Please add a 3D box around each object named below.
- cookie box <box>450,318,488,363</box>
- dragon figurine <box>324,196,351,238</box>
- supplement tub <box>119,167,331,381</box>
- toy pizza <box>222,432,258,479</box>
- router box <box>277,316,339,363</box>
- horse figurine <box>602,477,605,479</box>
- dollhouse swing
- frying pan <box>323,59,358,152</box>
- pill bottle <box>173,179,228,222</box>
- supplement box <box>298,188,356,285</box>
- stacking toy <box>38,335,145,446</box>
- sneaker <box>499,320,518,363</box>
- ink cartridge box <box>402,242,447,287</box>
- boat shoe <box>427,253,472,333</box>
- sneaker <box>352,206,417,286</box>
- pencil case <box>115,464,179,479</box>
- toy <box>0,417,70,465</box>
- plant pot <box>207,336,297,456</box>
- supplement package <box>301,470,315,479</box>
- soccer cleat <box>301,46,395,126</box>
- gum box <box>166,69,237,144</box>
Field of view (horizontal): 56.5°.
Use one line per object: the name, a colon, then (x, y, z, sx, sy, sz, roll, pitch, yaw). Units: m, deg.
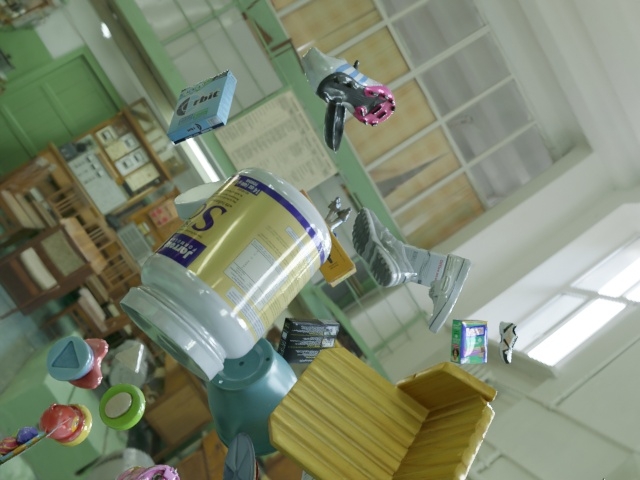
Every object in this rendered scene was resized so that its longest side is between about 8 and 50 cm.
cookie box: (0.377, 0.255, 1.507, 0.040, 0.092, 0.107, -2, -96, 60)
dragon figurine: (0.000, 0.000, 1.886, 0.085, 0.289, 0.144, 33, 23, 9)
supplement tub: (-0.164, 0.057, 1.067, 0.241, 0.331, 0.241, 33, -25, 17)
toy pizza: (-0.197, 0.586, 1.491, 0.032, 0.201, 0.201, 13, 9, -25)
router box: (-0.038, 0.304, 1.803, 0.046, 0.179, 0.133, 24, -78, 53)
horse figurine: (0.355, 0.478, 0.971, 0.066, 0.263, 0.174, 64, -21, -13)
dollhouse swing: (0.117, 0.366, 1.245, 0.305, 0.347, 0.315, 46, -39, -2)
frying pan: (0.058, -0.424, 1.784, 0.197, 0.053, 0.326, 39, 60, -80)
pill bottle: (-0.218, 0.038, 1.389, 0.188, 0.188, 0.334, 34, -38, 63)
supplement box: (-0.007, -0.004, 1.430, 0.233, 0.078, 0.080, 57, -2, 15)
stacking toy: (-0.658, 0.413, 1.700, 0.130, 0.279, 0.309, 71, 12, -65)
sneaker: (0.484, 0.262, 1.529, 0.040, 0.044, 0.109, 10, 78, -59)
ink cartridge box: (0.323, 0.082, 1.936, 0.150, 0.109, 0.063, 16, 7, 4)
boat shoe: (0.364, 0.150, 1.768, 0.088, 0.267, 0.096, 26, -24, 12)
sneaker: (0.176, 0.022, 1.684, 0.105, 0.115, 0.281, -60, -141, 39)
pencil case: (-0.540, 0.772, 1.821, 0.386, 0.167, 0.160, -37, -128, 56)
toy: (-0.739, 0.495, 1.431, 0.056, 0.237, 0.137, 54, 0, -2)
plant pot: (-0.191, 0.401, 1.627, 0.271, 0.272, 0.255, 45, -24, 45)
supplement package: (0.086, 0.601, 1.538, 0.199, 0.198, 0.262, 35, 31, -14)
soccer cleat: (0.078, -0.391, 1.491, 0.331, 0.116, 0.143, 9, 47, -56)
gum box: (-0.301, -0.341, 1.520, 0.041, 0.157, 0.184, 52, 32, -41)
